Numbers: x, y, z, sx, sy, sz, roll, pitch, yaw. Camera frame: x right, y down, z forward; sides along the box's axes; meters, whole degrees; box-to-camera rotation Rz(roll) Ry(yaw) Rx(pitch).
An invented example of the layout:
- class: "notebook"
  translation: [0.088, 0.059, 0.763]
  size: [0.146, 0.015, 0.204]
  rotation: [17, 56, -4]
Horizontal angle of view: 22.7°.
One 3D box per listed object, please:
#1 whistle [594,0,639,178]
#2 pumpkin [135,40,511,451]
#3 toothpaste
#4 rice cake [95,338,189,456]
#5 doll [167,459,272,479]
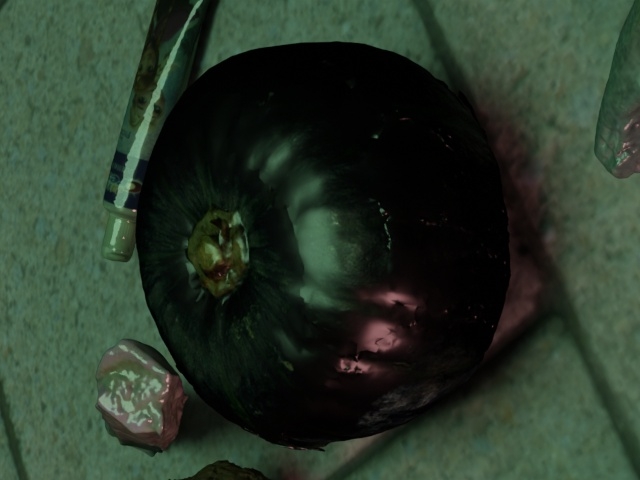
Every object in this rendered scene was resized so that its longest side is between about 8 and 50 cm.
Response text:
- class: "whistle"
  translation: [0.188, -0.113, 0.724]
  size: [0.123, 0.123, 0.223]
  rotation: [53, 138, 37]
- class: "pumpkin"
  translation: [0.000, 0.000, 0.882]
  size: [0.233, 0.163, 0.233]
  rotation: [-2, 88, 51]
- class: "toothpaste"
  translation: [-0.118, -0.090, 1.122]
  size: [0.062, 0.037, 0.216]
  rotation: [22, 98, 49]
- class: "rice cake"
  translation: [-0.110, 0.102, 0.985]
  size: [0.270, 0.055, 0.049]
  rotation: [111, 180, -78]
- class: "doll"
  translation: [-0.070, 0.198, 0.984]
  size: [0.221, 0.105, 0.115]
  rotation: [-32, 56, 45]
